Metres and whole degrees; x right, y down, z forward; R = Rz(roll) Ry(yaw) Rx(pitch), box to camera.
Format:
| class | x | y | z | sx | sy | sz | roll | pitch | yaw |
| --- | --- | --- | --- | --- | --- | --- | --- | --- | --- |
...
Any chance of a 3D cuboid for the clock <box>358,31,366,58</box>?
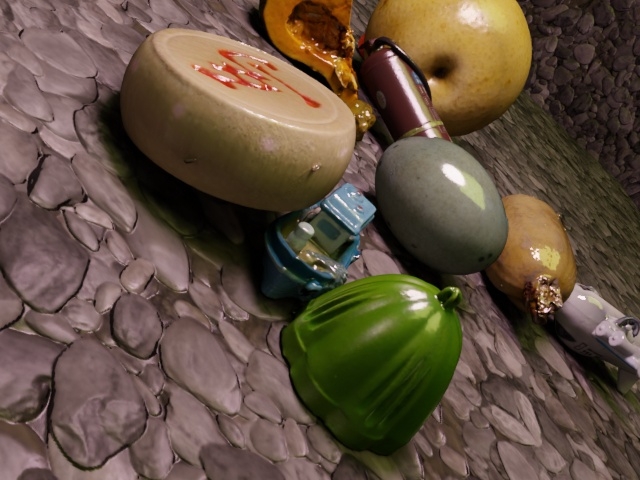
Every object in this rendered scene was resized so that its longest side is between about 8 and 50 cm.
| class | x | y | z | sx | sy | sz | roll | pitch | yaw |
| --- | --- | --- | --- | --- | --- | --- | --- | --- | --- |
| clock | 0.152 | -0.431 | 1.865 | 0.113 | 0.061 | 0.155 | 50 | 28 | 6 |

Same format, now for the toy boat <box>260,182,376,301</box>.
| class | x | y | z | sx | sy | sz | roll | pitch | yaw |
| --- | --- | --- | --- | --- | --- | --- | --- | --- | --- |
| toy boat | 0.000 | 0.000 | 0.920 | 0.109 | 0.098 | 0.238 | 44 | 25 | 1 |

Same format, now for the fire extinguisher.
| class | x | y | z | sx | sy | sz | roll | pitch | yaw |
| --- | --- | --- | --- | --- | --- | --- | --- | --- | --- |
| fire extinguisher | 0.157 | -0.239 | 1.479 | 0.105 | 0.141 | 0.341 | -20 | 76 | -19 |

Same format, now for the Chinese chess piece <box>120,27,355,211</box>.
| class | x | y | z | sx | sy | sz | roll | pitch | yaw |
| --- | --- | --- | --- | --- | --- | --- | --- | --- | --- |
| Chinese chess piece | -0.089 | -0.139 | 0.898 | 0.273 | 0.102 | 0.273 | 22 | 26 | -11 |

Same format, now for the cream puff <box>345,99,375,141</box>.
| class | x | y | z | sx | sy | sz | roll | pitch | yaw |
| --- | --- | --- | --- | --- | --- | --- | --- | --- | --- |
| cream puff | 0.055 | -0.204 | 1.373 | 0.083 | 0.083 | 0.058 | -118 | -162 | -52 |

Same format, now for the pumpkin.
| class | x | y | z | sx | sy | sz | roll | pitch | yaw |
| --- | --- | --- | --- | --- | --- | --- | --- | --- | --- |
| pumpkin | 0.026 | -0.393 | 1.440 | 0.280 | 0.190 | 0.139 | 38 | 25 | -21 |

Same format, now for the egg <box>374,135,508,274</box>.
| class | x | y | z | sx | sy | sz | roll | pitch | yaw |
| --- | --- | --- | --- | --- | --- | --- | --- | --- | --- |
| egg | 0.180 | -0.054 | 1.206 | 0.237 | 0.169 | 0.169 | 55 | 25 | 11 |

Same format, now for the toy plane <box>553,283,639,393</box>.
| class | x | y | z | sx | sy | sz | roll | pitch | yaw |
| --- | --- | --- | --- | --- | --- | --- | --- | --- | --- |
| toy plane | 0.528 | 0.176 | 1.487 | 0.267 | 0.123 | 0.267 | 40 | 6 | -5 |

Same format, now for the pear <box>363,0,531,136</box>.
| class | x | y | z | sx | sy | sz | roll | pitch | yaw |
| --- | --- | --- | --- | --- | --- | --- | --- | --- | --- |
| pear | 0.258 | -0.387 | 1.635 | 0.348 | 0.348 | 0.348 | 37 | 26 | -22 |

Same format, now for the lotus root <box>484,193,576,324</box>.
| class | x | y | z | sx | sy | sz | roll | pitch | yaw |
| --- | --- | --- | --- | --- | --- | --- | --- | --- | --- |
| lotus root | 0.370 | 0.029 | 1.412 | 0.169 | 0.151 | 0.343 | 40 | 22 | -14 |

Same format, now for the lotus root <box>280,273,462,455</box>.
| class | x | y | z | sx | sy | sz | roll | pitch | yaw |
| --- | --- | --- | --- | --- | --- | --- | --- | --- | --- |
| lotus root | 0.078 | 0.099 | 0.813 | 0.186 | 0.186 | 0.186 | 37 | 26 | -22 |
